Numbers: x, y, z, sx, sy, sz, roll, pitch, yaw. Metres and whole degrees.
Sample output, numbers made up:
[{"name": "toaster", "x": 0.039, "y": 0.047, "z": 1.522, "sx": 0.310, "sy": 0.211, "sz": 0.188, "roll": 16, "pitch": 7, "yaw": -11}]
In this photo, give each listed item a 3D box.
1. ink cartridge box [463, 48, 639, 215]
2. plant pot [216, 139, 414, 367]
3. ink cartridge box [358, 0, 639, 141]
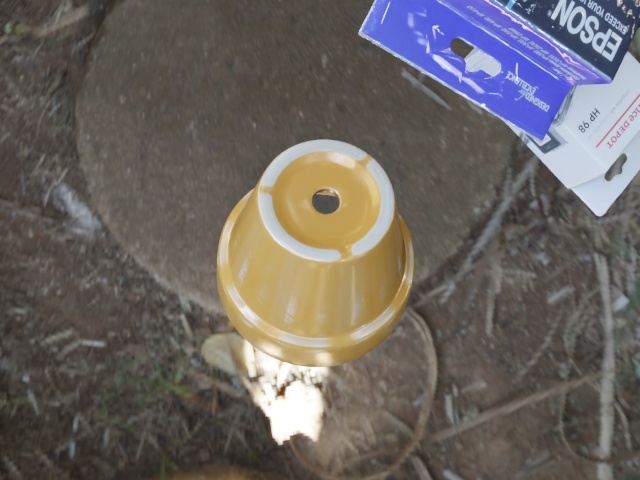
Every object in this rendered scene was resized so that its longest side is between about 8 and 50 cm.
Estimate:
[{"name": "ink cartridge box", "x": 0.216, "y": -0.120, "z": 1.009, "sx": 0.180, "sy": 0.060, "sz": 0.104, "roll": 45, "pitch": 66, "yaw": -6}, {"name": "plant pot", "x": 0.000, "y": 0.000, "z": 1.185, "sx": 0.205, "sy": 0.188, "sz": 0.205, "roll": 2, "pitch": 66, "yaw": -4}, {"name": "ink cartridge box", "x": 0.148, "y": -0.189, "z": 0.811, "sx": 0.206, "sy": 0.045, "sz": 0.208, "roll": 22, "pitch": 95, "yaw": -40}]
